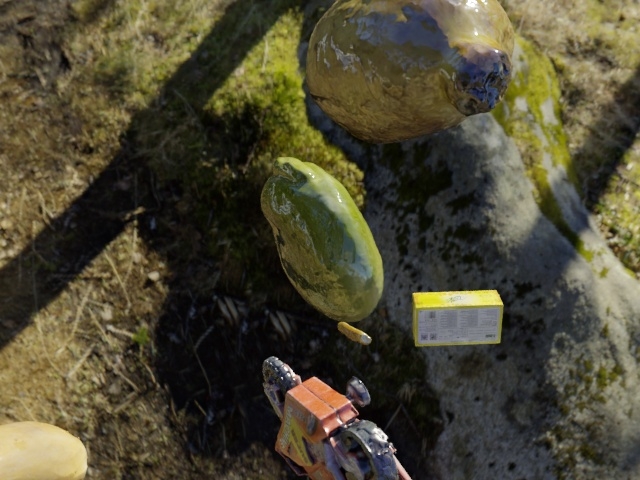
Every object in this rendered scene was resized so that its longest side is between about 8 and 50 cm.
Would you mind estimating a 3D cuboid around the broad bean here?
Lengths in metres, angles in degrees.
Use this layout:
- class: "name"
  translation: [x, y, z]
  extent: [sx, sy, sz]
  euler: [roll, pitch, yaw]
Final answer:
- class: "broad bean"
  translation: [0.000, 0.000, 1.099]
  extent: [0.119, 0.238, 0.291]
  euler: [-23, 71, -26]

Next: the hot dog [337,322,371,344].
- class: "hot dog"
  translation: [0.070, 0.206, 1.520]
  extent: [0.044, 0.137, 0.028]
  euler: [42, 81, -22]

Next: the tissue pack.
- class: "tissue pack"
  translation: [0.277, 0.158, 1.393]
  extent: [0.175, 0.095, 0.062]
  euler: [-3, 25, 1]

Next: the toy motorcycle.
- class: "toy motorcycle"
  translation: [0.013, 0.257, 0.877]
  extent: [0.089, 0.171, 0.298]
  euler: [-18, 22, -27]

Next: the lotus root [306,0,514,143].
- class: "lotus root"
  translation: [0.068, -0.132, 0.487]
  extent: [0.138, 0.139, 0.214]
  euler: [-24, 23, -15]

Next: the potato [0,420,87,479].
- class: "potato"
  translation: [-0.422, 0.314, 0.898]
  extent: [0.146, 0.233, 0.150]
  euler: [20, 94, 33]
